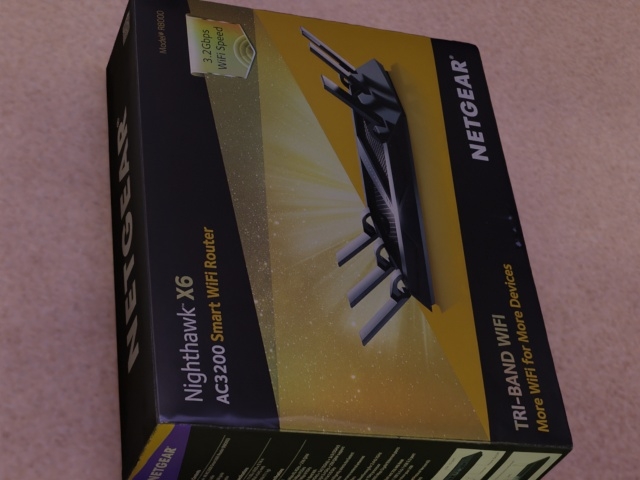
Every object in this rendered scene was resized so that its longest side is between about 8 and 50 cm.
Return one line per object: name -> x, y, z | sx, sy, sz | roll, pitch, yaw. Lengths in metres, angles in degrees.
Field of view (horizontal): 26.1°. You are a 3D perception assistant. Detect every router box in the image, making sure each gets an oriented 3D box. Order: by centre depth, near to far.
router box -> 0.000, 0.000, 0.837 | 0.242, 0.081, 0.309 | 5, 54, -20
